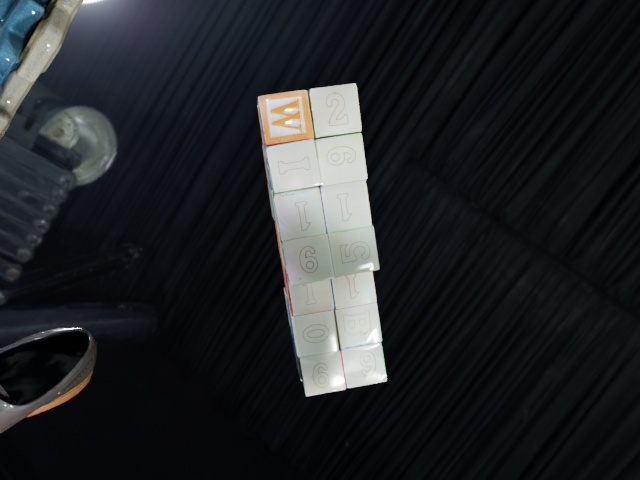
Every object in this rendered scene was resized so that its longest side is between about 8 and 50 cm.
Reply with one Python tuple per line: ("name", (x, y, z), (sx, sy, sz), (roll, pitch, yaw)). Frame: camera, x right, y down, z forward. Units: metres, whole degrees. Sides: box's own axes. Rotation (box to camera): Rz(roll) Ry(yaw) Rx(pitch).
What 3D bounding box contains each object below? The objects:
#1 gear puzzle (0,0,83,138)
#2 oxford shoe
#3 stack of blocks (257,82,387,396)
("gear puzzle", (-0.196, -0.165, 0.410), (0.044, 0.175, 0.338), (30, -148, -32))
("oxford shoe", (-0.339, 0.155, 0.585), (0.271, 0.098, 0.097), (-33, -96, -37))
("stack of blocks", (0.000, 0.000, 0.643), (0.087, 0.297, 0.171), (-9, -170, -5))
